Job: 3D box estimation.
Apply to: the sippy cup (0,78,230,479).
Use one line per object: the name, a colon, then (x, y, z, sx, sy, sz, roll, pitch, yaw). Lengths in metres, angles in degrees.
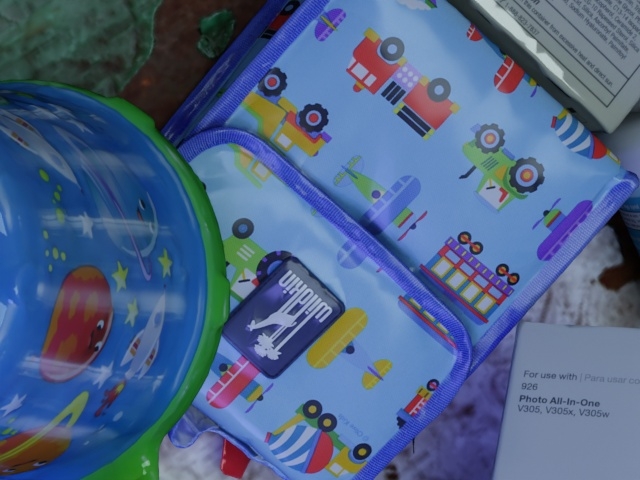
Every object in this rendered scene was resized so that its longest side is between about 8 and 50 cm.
sippy cup: (-0.187, 0.019, 0.982, 0.305, 0.224, 0.240, 29, 92, 13)

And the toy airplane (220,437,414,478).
toy airplane: (-0.007, 0.109, 1.195, 0.151, 0.028, 0.151, -1, 92, -19)

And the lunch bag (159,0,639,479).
lunch bag: (0.000, 0.000, 1.145, 0.221, 0.138, 0.293, 40, 87, -14)

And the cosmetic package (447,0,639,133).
cosmetic package: (0.195, -0.231, 1.198, 0.160, 0.113, 0.309, 42, 80, -16)

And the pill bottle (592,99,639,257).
pill bottle: (0.285, 0.018, 1.225, 0.146, 0.146, 0.264, -28, 102, -15)

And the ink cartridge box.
ink cartridge box: (0.165, 0.218, 1.103, 0.121, 0.211, 0.289, 2, 61, 20)
